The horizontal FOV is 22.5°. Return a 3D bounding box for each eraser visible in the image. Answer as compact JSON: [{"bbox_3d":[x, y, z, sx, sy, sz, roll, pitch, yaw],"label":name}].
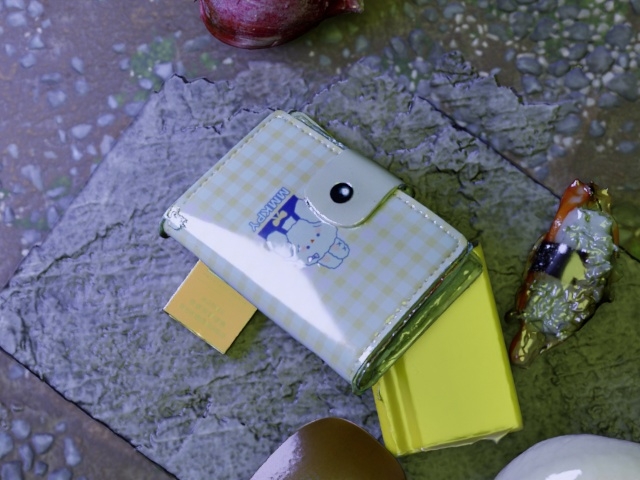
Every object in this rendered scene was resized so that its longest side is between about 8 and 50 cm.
[{"bbox_3d":[0.129,0.125,1.809,0.158,0.069,0.226,-13,84,0],"label":"eraser"}]

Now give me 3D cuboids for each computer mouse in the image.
[{"bbox_3d":[-0.036,0.340,1.775,0.158,0.072,0.310,41,97,16],"label":"computer mouse"}]

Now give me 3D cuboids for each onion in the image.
[{"bbox_3d":[-0.045,-0.288,1.817,0.194,0.159,0.160,10,86,-9],"label":"onion"}]

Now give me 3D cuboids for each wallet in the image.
[{"bbox_3d":[0.000,0.000,1.777,0.309,0.077,0.223,39,81,25],"label":"wallet"}]

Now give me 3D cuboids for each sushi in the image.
[{"bbox_3d":[0.279,0.044,1.794,0.097,0.103,0.226,26,89,-12],"label":"sushi"}]

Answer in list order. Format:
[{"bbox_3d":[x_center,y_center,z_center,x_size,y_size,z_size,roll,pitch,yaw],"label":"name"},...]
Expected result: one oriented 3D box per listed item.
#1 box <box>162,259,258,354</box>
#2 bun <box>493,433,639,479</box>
[{"bbox_3d":[-0.107,0.053,1.850,0.090,0.023,0.133,37,88,3],"label":"box"},{"bbox_3d":[0.336,0.356,1.709,0.361,0.213,0.361,7,110,18],"label":"bun"}]
